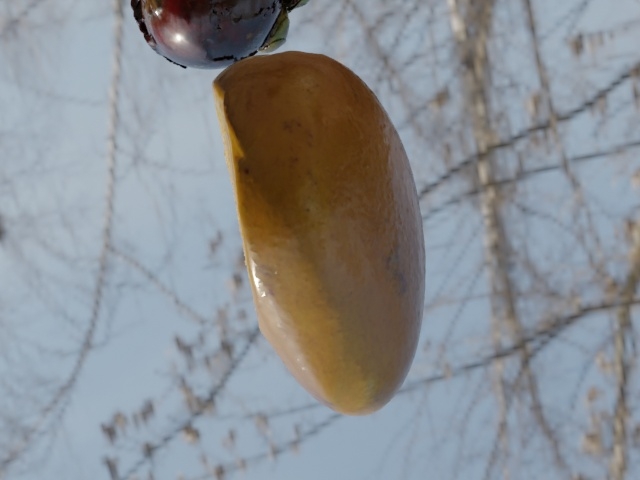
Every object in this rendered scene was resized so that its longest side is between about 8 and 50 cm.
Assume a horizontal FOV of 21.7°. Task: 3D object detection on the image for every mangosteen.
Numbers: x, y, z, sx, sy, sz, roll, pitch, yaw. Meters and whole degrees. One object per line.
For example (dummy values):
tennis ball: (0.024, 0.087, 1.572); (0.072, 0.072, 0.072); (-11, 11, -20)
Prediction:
mangosteen: (-0.100, -0.247, 1.706); (0.180, 0.166, 0.166); (6, -171, -32)

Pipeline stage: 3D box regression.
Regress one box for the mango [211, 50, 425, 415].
mango: (0.006, -0.001, 0.928); (0.102, 0.217, 0.141); (-12, -163, 5)
